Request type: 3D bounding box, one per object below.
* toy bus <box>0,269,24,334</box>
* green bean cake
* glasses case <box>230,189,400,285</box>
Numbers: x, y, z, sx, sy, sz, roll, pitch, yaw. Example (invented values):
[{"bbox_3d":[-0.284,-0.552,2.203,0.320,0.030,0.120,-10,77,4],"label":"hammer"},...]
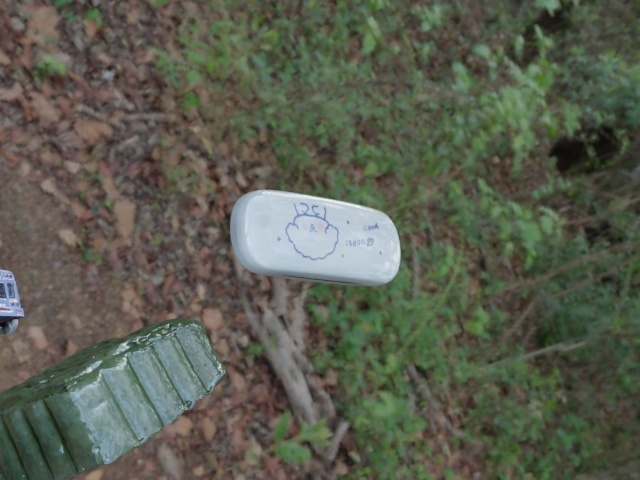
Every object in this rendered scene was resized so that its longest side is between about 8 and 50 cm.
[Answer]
[{"bbox_3d":[-0.428,0.088,1.119,0.073,0.167,0.076,11,62,-61],"label":"toy bus"},{"bbox_3d":[-0.198,0.146,0.861,0.183,0.185,0.094,-28,95,-53],"label":"green bean cake"},{"bbox_3d":[0.000,0.000,0.893,0.197,0.049,0.076,9,73,-41],"label":"glasses case"}]
